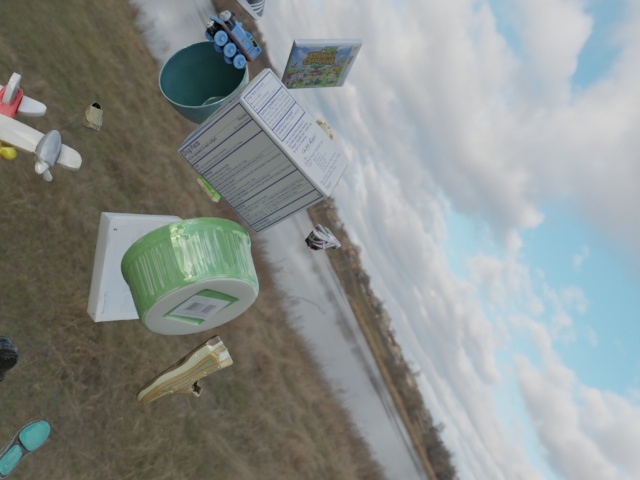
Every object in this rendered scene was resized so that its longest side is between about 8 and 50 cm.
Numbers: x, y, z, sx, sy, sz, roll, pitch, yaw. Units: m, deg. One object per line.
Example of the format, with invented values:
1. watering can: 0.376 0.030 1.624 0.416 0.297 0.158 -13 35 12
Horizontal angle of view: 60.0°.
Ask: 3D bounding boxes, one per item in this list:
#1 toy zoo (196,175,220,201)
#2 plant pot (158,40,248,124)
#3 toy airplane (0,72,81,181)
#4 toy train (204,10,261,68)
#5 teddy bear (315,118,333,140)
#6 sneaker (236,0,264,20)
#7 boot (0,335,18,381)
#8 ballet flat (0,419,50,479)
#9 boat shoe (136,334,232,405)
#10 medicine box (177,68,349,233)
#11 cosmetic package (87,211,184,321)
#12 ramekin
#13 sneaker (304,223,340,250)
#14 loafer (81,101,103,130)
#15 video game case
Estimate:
1. toy zoo: -0.368 -0.313 2.121 0.030 0.293 0.192 21 15 -40
2. plant pot: -0.369 -0.496 1.869 0.195 0.290 0.290 77 -11 -61
3. toy airplane: -0.936 -0.314 1.572 0.272 0.386 0.384 -16 -82 64
4. toy train: -0.260 -0.592 1.633 0.080 0.105 0.184 37 -5 37
5. teddy bear: -0.105 -0.262 1.755 0.245 0.338 0.113 57 -3 -14
6. sneaker: -0.226 -0.915 2.047 0.099 0.153 0.282 60 14 1
7. boot: -1.145 0.331 1.899 0.131 0.348 0.260 2 60 -43
8. ballet flat: -0.786 0.536 1.425 0.213 0.068 0.072 -65 134 -74
9. boat shoe: -0.237 0.245 0.969 0.072 0.190 0.068 55 15 1
10. medicine box: -0.133 -0.196 1.290 0.289 0.264 0.149 48 45 -19
11. cosmetic package: -0.655 0.095 1.983 0.097 0.285 0.377 26 -72 43
12. ramekin: -0.289 0.094 1.275 0.303 0.304 0.148 65 2 -63
13. sneaker: 0.000 0.000 1.780 0.072 0.077 0.178 54 11 27
14. loafer: -0.718 -0.395 1.750 0.056 0.050 0.148 17 28 -36
15. video game case: 0.000 -0.526 1.658 0.193 0.213 0.023 122 -45 -59
